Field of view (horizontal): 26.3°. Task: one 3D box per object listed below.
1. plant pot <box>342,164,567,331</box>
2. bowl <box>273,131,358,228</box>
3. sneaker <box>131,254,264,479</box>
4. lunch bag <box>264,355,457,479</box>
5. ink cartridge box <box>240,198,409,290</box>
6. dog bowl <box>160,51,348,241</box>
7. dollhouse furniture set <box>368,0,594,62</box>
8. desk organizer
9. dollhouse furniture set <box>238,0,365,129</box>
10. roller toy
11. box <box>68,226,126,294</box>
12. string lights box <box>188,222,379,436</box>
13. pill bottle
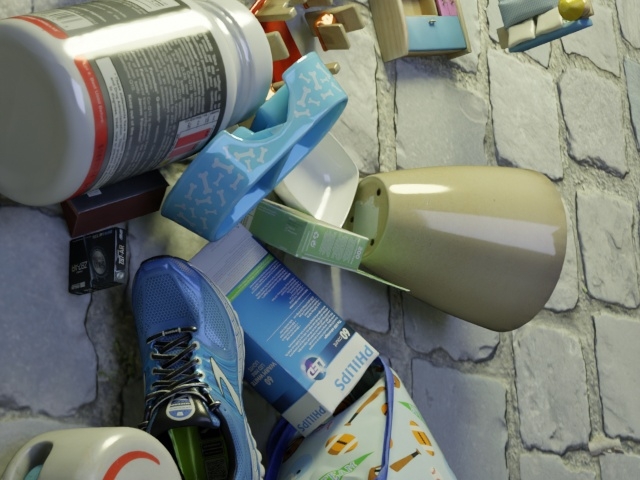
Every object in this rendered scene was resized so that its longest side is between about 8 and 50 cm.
[{"bbox_3d":[0.179,-0.007,2.040,0.274,0.256,0.256,11,69,-30],"label":"plant pot"},{"bbox_3d":[-0.015,-0.089,1.958,0.142,0.053,0.142,45,48,-30],"label":"bowl"},{"bbox_3d":[-0.147,0.173,1.601,0.147,0.130,0.330,37,35,-82],"label":"sneaker"},{"bbox_3d":[0.087,0.363,1.788,0.327,0.239,0.385,58,19,-18],"label":"lunch bag"},{"bbox_3d":[0.000,0.000,1.856,0.235,0.171,0.056,16,95,-45],"label":"ink cartridge box"},{"bbox_3d":[-0.075,-0.112,1.721,0.074,0.166,0.297,42,63,5],"label":"dog bowl"},{"bbox_3d":[0.249,-0.439,2.180,0.198,0.303,0.286,-12,88,-51],"label":"dollhouse furniture set"},{"bbox_3d":[-0.254,-0.051,1.666,0.130,0.050,0.047,-20,60,-35],"label":"desk organizer"},{"bbox_3d":[-0.082,-0.317,1.924,0.262,0.135,0.259,-57,133,-42],"label":"dollhouse furniture set"},{"bbox_3d":[-0.252,0.299,1.488,0.209,0.146,0.191,-14,96,-59],"label":"roller toy"},{"bbox_3d":[-0.262,0.025,1.608,0.018,0.083,0.067,16,67,-47],"label":"box"},{"bbox_3d":[-0.065,0.109,1.744,0.260,0.077,0.133,44,45,0],"label":"string lights box"},{"bbox_3d":[-0.230,-0.181,1.611,0.363,0.210,0.210,-25,98,-50],"label":"pill bottle"}]
